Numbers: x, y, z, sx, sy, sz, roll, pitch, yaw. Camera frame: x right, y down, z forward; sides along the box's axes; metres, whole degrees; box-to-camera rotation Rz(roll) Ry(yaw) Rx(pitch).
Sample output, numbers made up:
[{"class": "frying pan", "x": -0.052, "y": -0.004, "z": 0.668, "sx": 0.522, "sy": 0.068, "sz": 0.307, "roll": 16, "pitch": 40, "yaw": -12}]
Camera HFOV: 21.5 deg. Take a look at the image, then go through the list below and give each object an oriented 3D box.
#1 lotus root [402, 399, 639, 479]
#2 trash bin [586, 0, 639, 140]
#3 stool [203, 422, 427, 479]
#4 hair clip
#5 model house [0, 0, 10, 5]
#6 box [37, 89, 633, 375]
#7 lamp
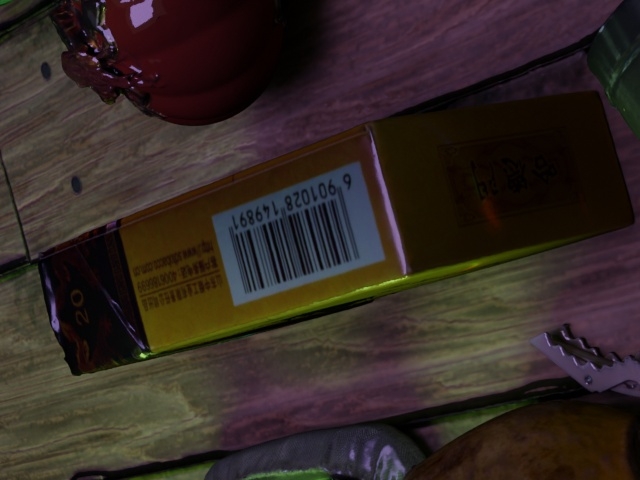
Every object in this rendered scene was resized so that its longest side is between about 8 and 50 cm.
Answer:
[{"class": "lotus root", "x": 0.187, "y": 0.214, "z": 1.234, "sx": 0.180, "sy": 0.188, "sz": 0.199, "roll": -33, "pitch": 73, "yaw": 32}, {"class": "trash bin", "x": 0.324, "y": -0.040, "z": 1.003, "sx": 0.252, "sy": 0.203, "sz": 0.301, "roll": -30, "pitch": 73, "yaw": 2}, {"class": "stool", "x": -0.046, "y": 0.338, "z": 1.475, "sx": 0.310, "sy": 0.226, "sz": 0.310, "roll": -20, "pitch": 83, "yaw": 47}, {"class": "hair clip", "x": 0.245, "y": 0.104, "z": 1.244, "sx": 0.226, "sy": 0.034, "sz": 0.072, "roll": 4, "pitch": 103, "yaw": 47}, {"class": "model house", "x": -0.396, "y": -0.351, "z": 1.638, "sx": 0.230, "sy": 0.280, "sz": 0.249, "roll": -16, "pitch": 94, "yaw": 46}, {"class": "box", "x": -0.001, "y": 0.000, "z": 1.316, "sx": 0.415, "sy": 0.264, "sz": 0.116, "roll": -19, "pitch": 86, "yaw": 45}, {"class": "lamp", "x": -0.133, "y": -0.203, "z": 1.441, "sx": 0.227, "sy": 0.227, "sz": 0.227, "roll": 14, "pitch": 110, "yaw": 45}]
